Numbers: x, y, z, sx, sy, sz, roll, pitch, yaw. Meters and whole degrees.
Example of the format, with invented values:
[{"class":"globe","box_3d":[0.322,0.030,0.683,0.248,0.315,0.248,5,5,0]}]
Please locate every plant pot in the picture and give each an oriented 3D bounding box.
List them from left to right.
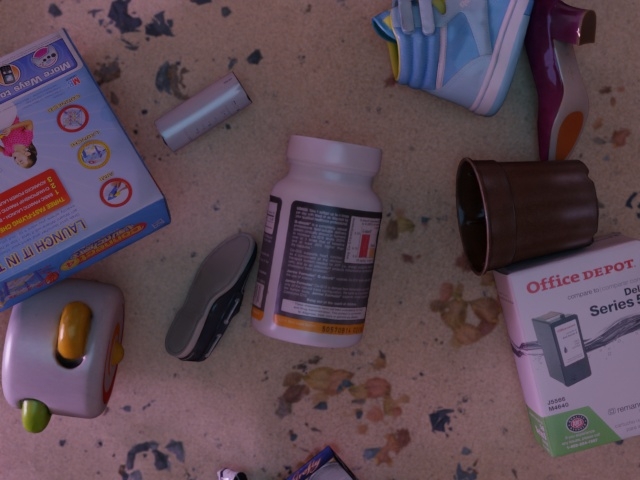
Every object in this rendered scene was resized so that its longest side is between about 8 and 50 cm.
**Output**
[{"class":"plant pot","box_3d":[0.289,-0.044,1.566,0.165,0.167,0.166,-8,94,-6]}]

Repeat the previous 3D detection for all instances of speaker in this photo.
[{"class":"speaker","box_3d":[-0.168,-0.182,1.590,0.136,0.055,0.055,-33,95,1]}]

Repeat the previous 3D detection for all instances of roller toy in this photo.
[{"class":"roller toy","box_3d":[-0.343,0.144,1.539,0.146,0.191,0.209,8,118,-3]}]

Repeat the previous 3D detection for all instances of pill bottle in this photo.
[{"class":"pill bottle","box_3d":[0.000,0.000,1.555,0.162,0.162,0.278,10,94,-2]}]

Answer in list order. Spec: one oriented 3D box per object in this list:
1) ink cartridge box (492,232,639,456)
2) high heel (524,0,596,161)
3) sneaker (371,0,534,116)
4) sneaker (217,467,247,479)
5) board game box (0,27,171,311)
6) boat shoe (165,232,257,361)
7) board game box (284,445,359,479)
[{"class":"ink cartridge box","box_3d":[0.380,0.146,1.601,0.199,0.115,0.272,-15,95,-1]},{"class":"high heel","box_3d":[0.321,-0.225,1.611,0.082,0.117,0.244,-18,120,-38]},{"class":"sneaker","box_3d":[0.187,-0.348,1.555,0.208,0.127,0.318,13,93,-4]},{"class":"sneaker","box_3d":[-0.132,0.383,1.646,0.044,0.040,0.109,16,109,40]},{"class":"board game box","box_3d":[-0.405,-0.087,1.487,0.308,0.086,0.302,-28,70,-12]},{"class":"boat shoe","box_3d":[-0.147,0.085,1.619,0.065,0.075,0.206,34,86,-47]},{"class":"board game box","box_3d":[-0.031,0.437,1.629,0.243,0.042,0.165,-38,108,1]}]
